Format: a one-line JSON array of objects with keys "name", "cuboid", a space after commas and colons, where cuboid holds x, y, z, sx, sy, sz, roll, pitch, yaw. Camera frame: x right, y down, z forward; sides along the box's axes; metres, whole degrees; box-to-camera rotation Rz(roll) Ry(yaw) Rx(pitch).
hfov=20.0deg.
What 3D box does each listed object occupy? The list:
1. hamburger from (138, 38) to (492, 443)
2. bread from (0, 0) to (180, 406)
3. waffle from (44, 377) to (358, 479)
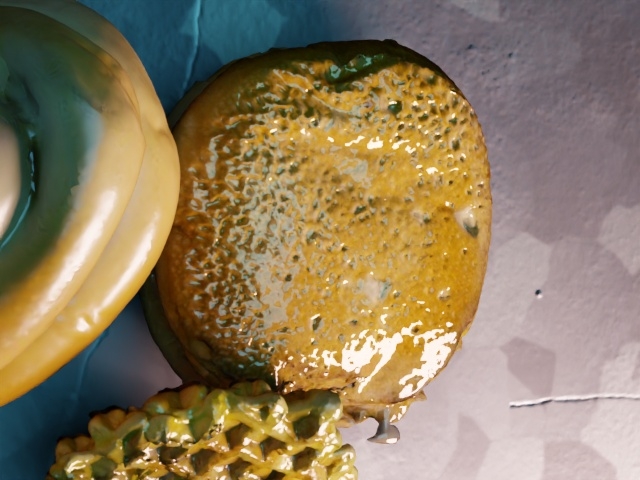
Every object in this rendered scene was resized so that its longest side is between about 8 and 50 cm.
[{"name": "hamburger", "cuboid": [0.000, 0.000, 1.424, 0.290, 0.170, 0.314, 3, 91, -17]}, {"name": "bread", "cuboid": [-0.315, -0.034, 1.254, 0.424, 0.245, 0.329, -18, 76, 0]}, {"name": "waffle", "cuboid": [-0.087, 0.185, 1.382, 0.243, 0.238, 0.058, -7, 54, -10]}]
